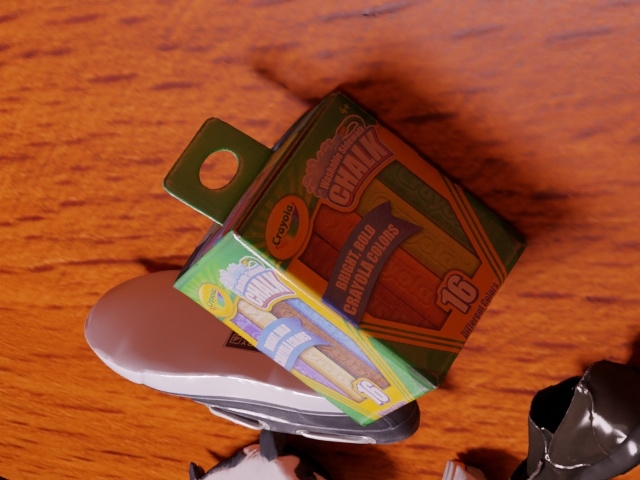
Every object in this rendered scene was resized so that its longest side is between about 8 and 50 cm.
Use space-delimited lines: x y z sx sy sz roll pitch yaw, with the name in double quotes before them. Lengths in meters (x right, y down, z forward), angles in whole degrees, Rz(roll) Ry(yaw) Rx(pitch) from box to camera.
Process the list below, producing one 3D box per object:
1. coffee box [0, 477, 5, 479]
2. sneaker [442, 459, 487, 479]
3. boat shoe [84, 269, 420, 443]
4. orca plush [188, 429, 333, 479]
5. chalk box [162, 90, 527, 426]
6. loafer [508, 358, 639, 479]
"coffee box" -0.364 0.407 2.389 0.141 0.098 0.246 14 147 36
"sneaker" 0.134 0.249 1.587 0.083 0.084 0.215 13 152 12
"boat shoe" -0.055 0.102 1.528 0.301 0.108 0.102 7 142 31
"orca plush" -0.030 0.254 1.751 0.102 0.151 0.287 10 159 -23
"chalk box" 0.000 0.000 1.252 0.213 0.132 0.132 37 154 -8
"loafer" 0.182 0.131 1.339 0.078 0.080 0.220 45 151 5
